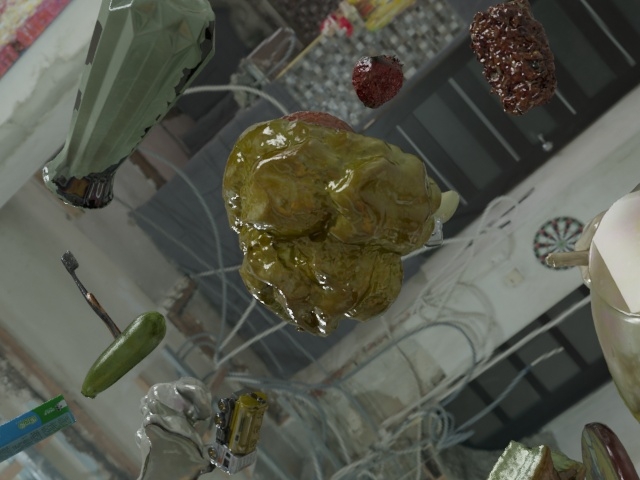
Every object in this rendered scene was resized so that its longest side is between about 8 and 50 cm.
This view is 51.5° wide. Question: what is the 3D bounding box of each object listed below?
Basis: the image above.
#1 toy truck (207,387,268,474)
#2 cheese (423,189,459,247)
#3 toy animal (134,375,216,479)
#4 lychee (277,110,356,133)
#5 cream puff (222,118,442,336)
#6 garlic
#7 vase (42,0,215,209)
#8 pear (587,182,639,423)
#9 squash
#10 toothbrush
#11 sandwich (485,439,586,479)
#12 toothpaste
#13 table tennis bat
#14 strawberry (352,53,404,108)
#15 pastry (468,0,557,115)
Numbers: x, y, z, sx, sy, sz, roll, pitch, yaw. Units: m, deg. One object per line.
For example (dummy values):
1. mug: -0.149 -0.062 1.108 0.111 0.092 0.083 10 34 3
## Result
1. toy truck: -0.110 0.259 0.906 0.062 0.123 0.052 27 -157 34
2. cheese: 0.248 -0.055 1.487 0.235 0.127 0.050 -73 -23 -56
3. toy animal: -0.309 0.408 1.448 0.174 0.249 0.289 14 -140 -15
4. lychee: -0.025 -0.138 1.343 0.300 0.255 0.255 9 -140 -49
5. cream puff: 0.000 0.000 0.910 0.291 0.257 0.324 17 170 -30
6. garlic: 0.550 0.022 1.316 0.225 0.199 0.199 2 -148 -15
7. vase: -0.288 -0.209 0.972 0.165 0.360 0.165 27 -148 -19
8. pear: 0.307 0.054 0.421 0.271 0.271 0.271 46 -166 -14
9. squash: -0.361 0.211 1.220 0.066 0.201 0.066 42 174 5
10. toothbrush: -0.493 0.144 1.461 0.321 0.031 0.023 51 -165 22
11. sandwich: 0.233 0.337 0.746 0.063 0.212 0.245 28 166 44
12. toothpaste: -0.651 0.417 1.381 0.050 0.266 0.065 48 153 32
13. table tennis bat: 0.462 0.474 0.974 0.268 0.051 0.415 3 -107 -84
14. strawberry: 0.104 -0.288 1.198 0.106 0.106 0.106 46 -166 -14
15. pastry: 0.338 -0.320 1.153 0.097 0.115 0.209 -11 -107 -33
